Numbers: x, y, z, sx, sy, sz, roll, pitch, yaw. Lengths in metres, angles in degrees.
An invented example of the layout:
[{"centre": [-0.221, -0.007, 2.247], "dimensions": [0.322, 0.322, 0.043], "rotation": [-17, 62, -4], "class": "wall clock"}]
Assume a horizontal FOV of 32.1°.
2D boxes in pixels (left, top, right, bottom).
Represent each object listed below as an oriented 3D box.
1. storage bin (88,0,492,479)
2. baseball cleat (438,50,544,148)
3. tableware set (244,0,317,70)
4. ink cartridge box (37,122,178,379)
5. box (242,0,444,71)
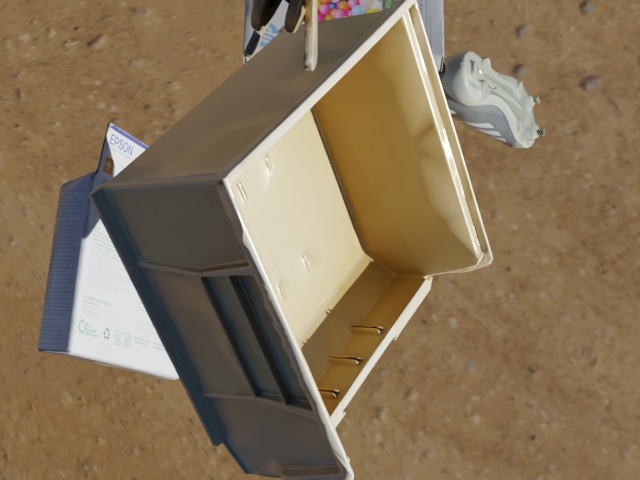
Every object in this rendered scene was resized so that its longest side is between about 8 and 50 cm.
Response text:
[{"centre": [0.000, 0.000, 0.815], "dimensions": [0.262, 0.123, 0.260], "rotation": [-51, 129, -43], "class": "storage bin"}, {"centre": [0.164, -0.153, 1.215], "dimensions": [0.206, 0.109, 0.072], "rotation": [32, 61, -53], "class": "baseball cleat"}, {"centre": [0.021, -0.178, 0.526], "dimensions": [0.039, 0.128, 0.194], "rotation": [24, 76, 0], "class": "tableware set"}, {"centre": [-0.195, 0.019, 1.129], "dimensions": [0.045, 0.223, 0.223], "rotation": [3, 77, 21], "class": "ink cartridge box"}, {"centre": [0.023, -0.233, 1.055], "dimensions": [0.186, 0.038, 0.145], "rotation": [1, 73, 3], "class": "box"}]
